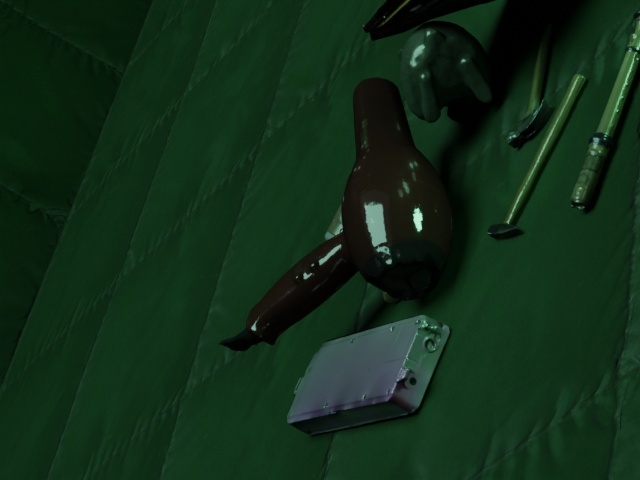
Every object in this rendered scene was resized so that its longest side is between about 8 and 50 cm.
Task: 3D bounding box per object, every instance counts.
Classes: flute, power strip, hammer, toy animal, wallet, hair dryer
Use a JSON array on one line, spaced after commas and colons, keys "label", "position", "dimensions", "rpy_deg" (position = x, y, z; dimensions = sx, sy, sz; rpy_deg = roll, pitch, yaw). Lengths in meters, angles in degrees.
[{"label": "flute", "position": [0.294, -0.132, 1.751], "dimensions": [0.027, 0.027, 0.233], "rpy_deg": [-23, 39, 60]}, {"label": "power strip", "position": [0.048, 0.151, 1.927], "dimensions": [0.279, 0.037, 0.109], "rpy_deg": [-22, 40, 61]}, {"label": "hammer", "position": [0.237, -0.090, 1.855], "dimensions": [0.199, 0.013, 0.062], "rpy_deg": [-63, 19, -10]}, {"label": "toy animal", "position": [0.148, -0.217, 2.128], "dimensions": [0.108, 0.138, 0.236], "rpy_deg": [-17, 19, 6]}, {"label": "wallet", "position": [0.191, -0.309, 2.053], "dimensions": [0.221, 0.071, 0.262], "rpy_deg": [-24, 0, -24]}, {"label": "hammer", "position": [0.247, -0.184, 1.969], "dimensions": [0.062, 0.017, 0.182], "rpy_deg": [-39, 26, 45]}, {"label": "hair dryer", "position": [0.000, 0.000, 2.041], "dimensions": [0.340, 0.123, 0.313], "rpy_deg": [-39, 38, 23]}]

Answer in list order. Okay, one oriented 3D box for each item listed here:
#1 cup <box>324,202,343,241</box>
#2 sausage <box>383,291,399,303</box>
[{"label": "cup", "position": [0.066, -0.020, 2.113], "dimensions": [0.102, 0.074, 0.099], "rpy_deg": [33, 94, 41]}, {"label": "sausage", "position": [0.096, 0.015, 2.036], "dimensions": [0.024, 0.024, 0.132], "rpy_deg": [-36, 30, 49]}]
